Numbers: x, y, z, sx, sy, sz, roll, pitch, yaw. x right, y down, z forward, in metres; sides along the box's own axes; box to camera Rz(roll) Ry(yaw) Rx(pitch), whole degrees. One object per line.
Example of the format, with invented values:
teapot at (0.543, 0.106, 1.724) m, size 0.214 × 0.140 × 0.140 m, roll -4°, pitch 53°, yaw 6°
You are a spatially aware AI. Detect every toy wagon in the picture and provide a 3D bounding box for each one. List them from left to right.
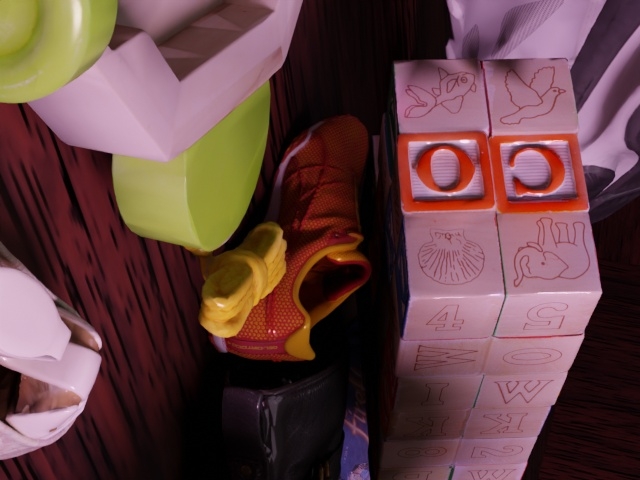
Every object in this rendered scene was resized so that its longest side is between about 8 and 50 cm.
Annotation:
toy wagon at (-0.044, -0.130, 0.421) m, size 0.267 × 0.068 × 0.344 m, roll -52°, pitch 150°, yaw -58°

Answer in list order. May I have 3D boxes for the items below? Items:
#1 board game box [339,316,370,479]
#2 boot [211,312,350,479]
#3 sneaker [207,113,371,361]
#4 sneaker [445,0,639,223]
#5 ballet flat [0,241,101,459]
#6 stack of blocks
board game box at (0.042, 0.166, 0.978) m, size 0.165 × 0.042 × 0.243 m, roll -31°, pitch 130°, yaw -70°
boot at (-0.005, 0.151, 0.727) m, size 0.263 × 0.091 × 0.229 m, roll -24°, pitch 118°, yaw -77°
sneaker at (0.000, 0.000, 0.669) m, size 0.064 × 0.067 × 0.175 m, roll 83°, pitch 22°, yaw -44°
sneaker at (0.142, -0.152, 0.882) m, size 0.169 × 0.258 × 0.447 m, roll -20°, pitch 164°, yaw -30°
ballet flat at (-0.093, 0.033, 0.383) m, size 0.168 × 0.052 × 0.057 m, roll 62°, pitch 42°, yaw -67°
stack of blocks at (0.073, 0.023, 0.724) m, size 0.297 × 0.087 × 0.171 m, roll 92°, pitch -5°, yaw -61°
